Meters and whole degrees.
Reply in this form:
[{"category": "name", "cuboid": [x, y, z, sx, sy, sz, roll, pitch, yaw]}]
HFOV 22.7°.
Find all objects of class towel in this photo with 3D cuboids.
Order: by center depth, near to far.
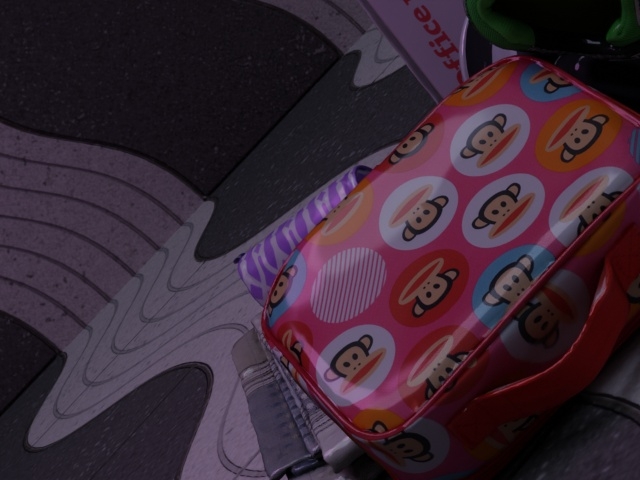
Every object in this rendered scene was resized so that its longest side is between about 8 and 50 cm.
[{"category": "towel", "cuboid": [0.060, 0.048, 1.300, 0.324, 0.056, 0.312, -44, 26, 6]}]

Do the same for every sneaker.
[{"category": "sneaker", "cuboid": [0.265, -0.176, 1.111, 0.343, 0.134, 0.146, -6, 26, 18]}]

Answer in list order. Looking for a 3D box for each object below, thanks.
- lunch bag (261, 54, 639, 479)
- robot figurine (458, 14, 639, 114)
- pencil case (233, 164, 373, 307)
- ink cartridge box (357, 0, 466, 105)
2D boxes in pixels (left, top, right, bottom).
[{"category": "lunch bag", "cuboid": [0.116, 0.025, 1.080, 0.293, 0.120, 0.258, -45, 34, -1]}, {"category": "robot figurine", "cuboid": [0.223, -0.164, 1.360, 0.209, 0.173, 0.278, -43, 11, -6]}, {"category": "pencil case", "cuboid": [0.000, 0.000, 1.790, 0.206, 0.086, 0.088, -37, -10, 28]}, {"category": "ink cartridge box", "cuboid": [0.221, -0.329, 1.559, 0.384, 0.279, 0.160, -27, 20, 35]}]
